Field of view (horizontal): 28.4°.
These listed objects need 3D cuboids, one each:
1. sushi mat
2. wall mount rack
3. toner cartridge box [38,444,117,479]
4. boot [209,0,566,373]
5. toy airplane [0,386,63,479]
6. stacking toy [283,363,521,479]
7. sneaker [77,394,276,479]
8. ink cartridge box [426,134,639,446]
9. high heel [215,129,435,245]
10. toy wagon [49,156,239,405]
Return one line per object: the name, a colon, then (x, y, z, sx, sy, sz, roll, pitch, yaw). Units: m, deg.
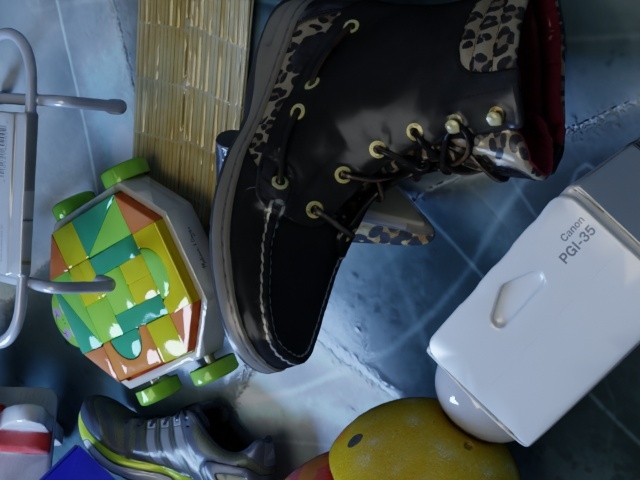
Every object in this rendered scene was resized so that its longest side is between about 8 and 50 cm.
sushi mat: (-0.145, -0.167, 1.402, 0.151, 0.019, 0.316, 22, 120, 28)
wall mount rack: (-0.346, -0.061, 1.450, 0.304, 0.131, 0.349, 9, 97, 45)
toner cartridge box: (-0.221, 0.417, 1.489, 0.348, 0.165, 0.075, 39, 161, 18)
boot: (0.063, -0.066, 1.140, 0.284, 0.138, 0.377, -3, 64, 31)
toy airplane: (-0.529, 0.262, 1.642, 0.384, 0.272, 0.386, 4, 152, 46)
stacking toy: (0.091, 0.278, 1.299, 0.351, 0.351, 0.479, 35, 106, 19)
sneaker: (-0.169, 0.243, 1.552, 0.300, 0.111, 0.121, 20, 104, 26)
ink cartridge box: (0.240, 0.019, 1.036, 0.117, 0.283, 0.207, 45, 128, 12)
high heel: (0.000, 0.000, 1.341, 0.261, 0.093, 0.186, 22, 133, 22)
toy wagon: (-0.237, 0.066, 1.507, 0.344, 0.068, 0.267, -25, 89, 46)
